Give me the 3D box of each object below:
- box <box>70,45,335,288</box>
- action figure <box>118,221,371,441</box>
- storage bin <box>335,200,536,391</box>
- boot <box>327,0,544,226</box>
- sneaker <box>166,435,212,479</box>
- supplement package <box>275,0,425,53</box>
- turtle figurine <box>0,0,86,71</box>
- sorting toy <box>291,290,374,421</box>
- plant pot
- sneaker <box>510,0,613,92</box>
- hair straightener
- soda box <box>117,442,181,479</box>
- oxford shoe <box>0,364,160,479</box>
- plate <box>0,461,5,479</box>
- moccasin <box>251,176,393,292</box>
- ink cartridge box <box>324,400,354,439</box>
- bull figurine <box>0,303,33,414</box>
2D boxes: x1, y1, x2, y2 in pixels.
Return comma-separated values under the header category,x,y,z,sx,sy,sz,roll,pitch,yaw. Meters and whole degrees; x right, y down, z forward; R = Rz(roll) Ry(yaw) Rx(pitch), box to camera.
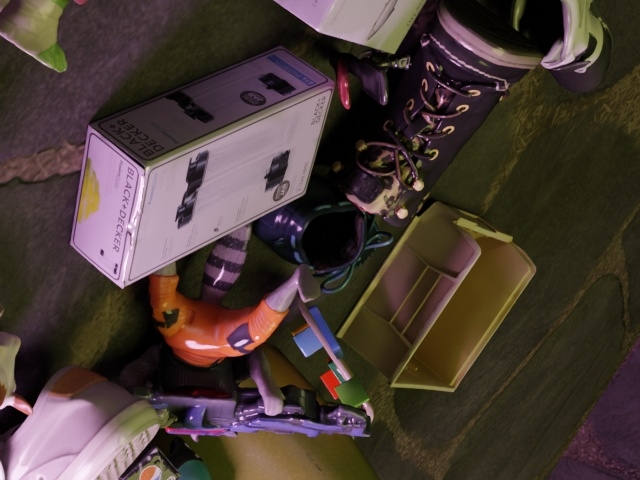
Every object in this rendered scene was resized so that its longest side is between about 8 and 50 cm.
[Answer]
category,x,y,z,sx,sy,sz,roll,pitch,yaw
box,-0.125,-0.084,1.705,0.290,0.087,0.169,-30,147,-41
action figure,-0.093,0.126,1.899,0.341,0.178,0.330,10,136,-12
storage bin,0.186,0.089,2.431,0.260,0.123,0.262,-56,155,9
boot,0.131,-0.154,1.924,0.284,0.138,0.377,-54,-179,10
sneaker,-0.283,0.344,2.005,0.302,0.121,0.108,-19,165,-22
supplement package,0.028,-0.278,1.691,0.105,0.105,0.179,-60,155,14
turtle figurine,-0.144,-0.260,1.312,0.266,0.198,0.275,-53,152,10
sorting toy,0.007,0.155,2.093,0.047,0.196,0.347,-29,179,-1
plant pot,-0.043,0.336,2.159,0.275,0.293,0.274,-39,152,-26
sneaker,0.309,-0.278,2.127,0.146,0.123,0.330,-66,152,-23
hair straightener,0.059,-0.187,1.792,0.230,0.089,0.047,-107,-168,-78
soda box,-0.236,0.261,1.881,0.060,0.169,0.053,-43,116,-20
oxford shoe,-0.349,0.296,1.796,0.449,0.130,0.169,-48,171,28
plate,-0.424,0.267,1.662,0.188,0.024,0.188,-12,119,-22
moccasin,0.000,0.000,1.997,0.137,0.117,0.342,-57,155,9
ink cartridge box,-0.011,0.372,2.421,0.158,0.092,0.217,-89,-172,-48
bull figurine,-0.394,0.144,1.532,0.310,0.101,0.188,-31,144,-43
